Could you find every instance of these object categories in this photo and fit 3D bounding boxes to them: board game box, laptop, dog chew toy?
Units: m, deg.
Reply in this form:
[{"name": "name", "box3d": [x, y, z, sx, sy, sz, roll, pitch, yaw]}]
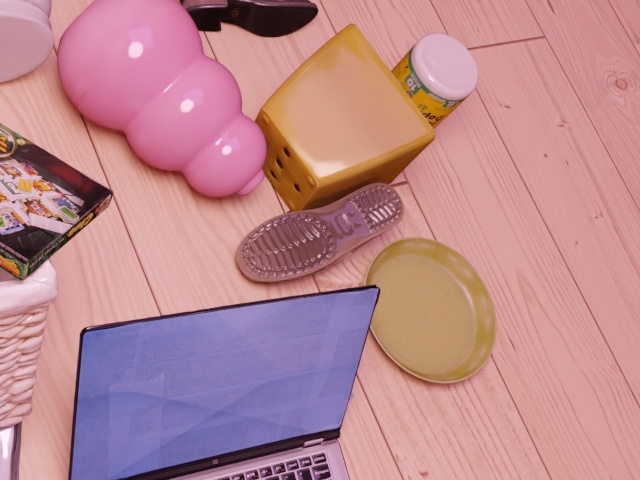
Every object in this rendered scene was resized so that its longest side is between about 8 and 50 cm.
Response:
[{"name": "board game box", "box3d": [-0.348, -0.071, 0.871, 0.260, 0.030, 0.136, 31, 46, 8]}, {"name": "laptop", "box3d": [-0.081, 0.303, 1.065, 0.382, 0.236, 0.407, -6, 70, -29]}, {"name": "dog chew toy", "box3d": [-0.207, -0.195, 1.270, 0.332, 0.207, 0.206, 45, 54, -11]}]

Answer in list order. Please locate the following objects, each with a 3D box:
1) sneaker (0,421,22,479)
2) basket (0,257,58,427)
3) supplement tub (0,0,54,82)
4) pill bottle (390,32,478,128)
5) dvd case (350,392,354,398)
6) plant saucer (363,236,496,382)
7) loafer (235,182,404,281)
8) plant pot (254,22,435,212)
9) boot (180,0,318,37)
[{"name": "sneaker", "box3d": [-0.392, 0.278, 1.014, 0.091, 0.094, 0.258, 0, 61, -8]}, {"name": "basket", "box3d": [-0.485, 0.036, 0.918, 0.328, 0.266, 0.331, -14, 56, -32]}, {"name": "supplement tub", "box3d": [-0.475, -0.369, 1.208, 0.191, 0.191, 0.272, -10, 72, -31]}, {"name": "pill bottle", "box3d": [0.153, -0.232, 1.463, 0.118, 0.208, 0.117, 12, 61, -23]}, {"name": "dvd case", "box3d": [-0.018, 0.202, 1.283, 0.087, 0.013, 0.119, -37, 86, -35]}, {"name": "plant saucer", "box3d": [0.166, 0.111, 1.410, 0.241, 0.037, 0.240, 11, 62, -22]}, {"name": "loafer", "box3d": [0.000, 0.000, 1.347, 0.269, 0.092, 0.101, -20, 75, -17]}, {"name": "plant pot", "box3d": [0.010, -0.160, 1.365, 0.187, 0.212, 0.212, -34, 85, -23]}, {"name": "boot", "box3d": [-0.141, -0.461, 1.491, 0.263, 0.091, 0.228, -2, 69, -26]}]
